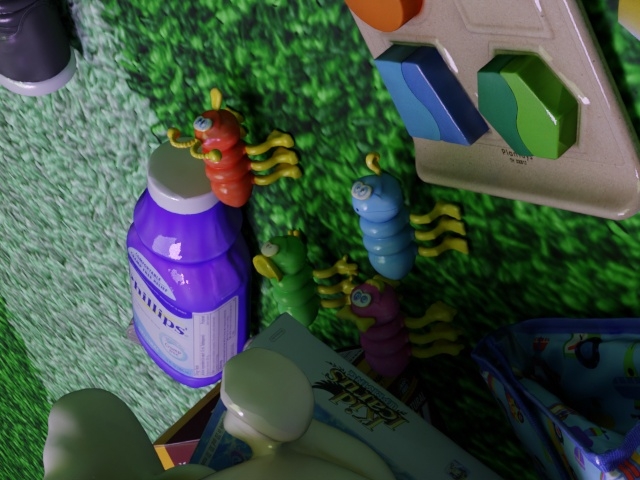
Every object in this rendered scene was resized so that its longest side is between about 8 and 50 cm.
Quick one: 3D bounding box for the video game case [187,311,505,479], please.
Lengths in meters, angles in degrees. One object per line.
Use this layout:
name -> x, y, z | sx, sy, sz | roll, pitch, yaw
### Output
video game case -> 0.010, 0.224, 1.173 | 0.244, 0.061, 0.269 | 35, 131, 11

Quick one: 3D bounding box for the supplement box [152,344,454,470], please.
supplement box -> 0.003, 0.205, 1.296 | 0.194, 0.129, 0.191 | -15, 107, 40

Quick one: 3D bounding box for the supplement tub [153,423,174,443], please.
supplement tub -> -0.135, 0.260, 1.772 | 0.071, 0.071, 0.107 | 10, 130, 57

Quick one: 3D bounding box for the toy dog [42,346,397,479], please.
toy dog -> -0.020, 0.269, 0.988 | 0.408, 0.284, 0.395 | -13, 106, 38

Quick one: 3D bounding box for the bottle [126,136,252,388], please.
bottle -> -0.116, 0.020, 1.397 | 0.118, 0.092, 0.283 | 44, 154, 23

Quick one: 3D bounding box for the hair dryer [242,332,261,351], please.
hair dryer -> -0.003, 0.219, 1.497 | 0.223, 0.080, 0.293 | 50, 143, 20

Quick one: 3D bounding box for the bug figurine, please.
bug figurine -> 0.000, 0.000, 1.191 | 0.279, 0.072, 0.216 | 24, 143, 47

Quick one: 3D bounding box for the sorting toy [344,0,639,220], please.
sorting toy -> 0.107, -0.113, 0.889 | 0.307, 0.041, 0.229 | 15, 135, 54

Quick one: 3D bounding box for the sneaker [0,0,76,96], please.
sneaker -> -0.338, -0.261, 1.426 | 0.296, 0.104, 0.147 | 35, 148, 23

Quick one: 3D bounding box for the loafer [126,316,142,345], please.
loafer -> -0.176, 0.079, 1.658 | 0.045, 0.039, 0.125 | 19, 157, -5

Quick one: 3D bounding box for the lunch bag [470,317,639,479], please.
lunch bag -> 0.211, 0.159, 0.997 | 0.221, 0.138, 0.293 | 57, 168, -12
